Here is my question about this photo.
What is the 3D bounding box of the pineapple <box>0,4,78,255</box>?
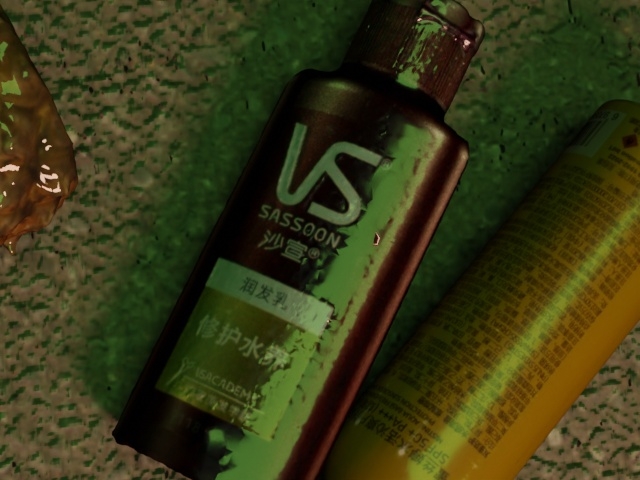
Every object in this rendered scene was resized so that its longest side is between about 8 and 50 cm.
[{"bbox_3d":[-0.307,-0.012,0.897,0.340,0.169,0.169,-27,94,-11],"label":"pineapple"}]

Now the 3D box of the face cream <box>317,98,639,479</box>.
[{"bbox_3d":[0.109,0.074,1.024,0.105,0.105,0.348,42,78,-9],"label":"face cream"}]

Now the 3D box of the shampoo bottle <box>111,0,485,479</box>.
[{"bbox_3d":[0.000,0.000,1.003,0.129,0.084,0.323,24,81,18],"label":"shampoo bottle"}]
